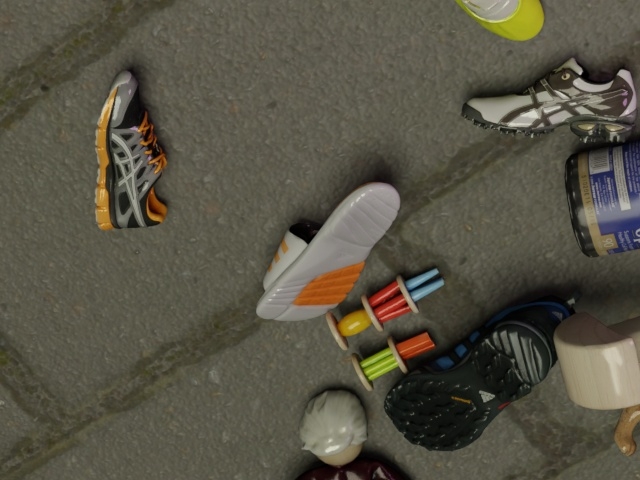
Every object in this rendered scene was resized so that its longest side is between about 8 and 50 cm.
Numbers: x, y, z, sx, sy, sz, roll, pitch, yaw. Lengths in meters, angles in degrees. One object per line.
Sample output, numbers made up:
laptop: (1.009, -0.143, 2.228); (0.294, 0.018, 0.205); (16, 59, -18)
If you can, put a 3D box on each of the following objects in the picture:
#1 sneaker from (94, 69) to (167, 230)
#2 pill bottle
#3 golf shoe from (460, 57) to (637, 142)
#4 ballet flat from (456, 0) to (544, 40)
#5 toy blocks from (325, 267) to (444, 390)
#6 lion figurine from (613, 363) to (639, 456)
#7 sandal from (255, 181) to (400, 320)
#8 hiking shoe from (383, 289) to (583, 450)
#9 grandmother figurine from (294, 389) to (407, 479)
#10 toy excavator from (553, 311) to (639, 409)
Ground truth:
sneaker: (-0.224, -0.106, 2.082); (0.083, 0.084, 0.215); (7, 127, 4)
pill bottle: (0.393, -0.059, 1.955); (0.219, 0.123, 0.123); (-11, 114, 17)
golf shoe: (0.259, -0.162, 1.967); (0.198, 0.077, 0.094); (3, 103, 5)
ballet flat: (0.159, -0.300, 1.905); (0.077, 0.077, 0.231); (-34, 106, 23)
toy blocks: (0.098, 0.105, 2.135); (0.148, 0.054, 0.123); (-28, 117, 8)
lion figurine: (0.495, 0.215, 2.068); (0.240, 0.142, 0.392); (-39, 99, 18)
sandal: (0.009, 0.001, 2.085); (0.102, 0.076, 0.265); (9, 136, -33)
hiking shoe: (0.200, 0.164, 2.112); (0.113, 0.132, 0.304); (55, 138, -1)
grandmother figurine: (0.033, 0.352, 2.253); (0.207, 0.104, 0.342); (-14, 113, -13)
toy excavator: (0.544, 0.088, 1.923); (0.445, 0.433, 0.222); (4, 115, 51)
